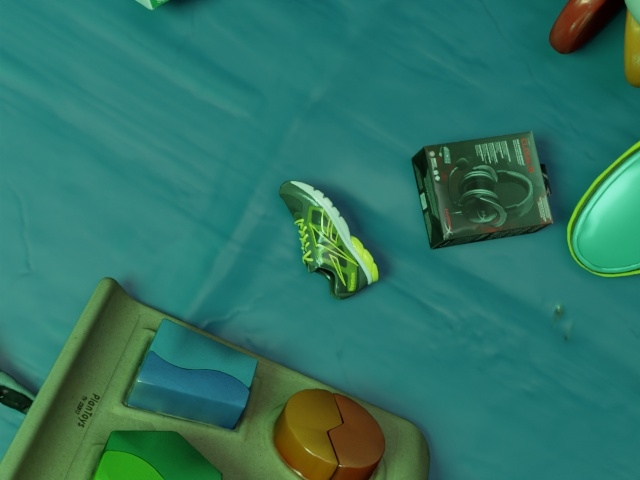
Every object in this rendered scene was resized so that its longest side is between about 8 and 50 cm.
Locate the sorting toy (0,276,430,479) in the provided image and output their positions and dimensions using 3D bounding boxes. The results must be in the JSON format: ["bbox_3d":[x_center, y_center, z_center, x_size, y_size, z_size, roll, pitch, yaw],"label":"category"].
[{"bbox_3d":[-0.045,0.144,0.595,0.229,0.041,0.307,28,29,-8],"label":"sorting toy"}]

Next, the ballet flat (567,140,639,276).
[{"bbox_3d":[0.256,-0.063,0.774,0.077,0.077,0.231,46,110,3],"label":"ballet flat"}]

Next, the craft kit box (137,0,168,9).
[{"bbox_3d":[-0.042,-0.298,0.699,0.250,0.061,0.247,-33,131,-17],"label":"craft kit box"}]

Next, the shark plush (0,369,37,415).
[{"bbox_3d":[-0.213,0.039,0.674,0.161,0.073,0.067,35,43,0],"label":"shark plush"}]

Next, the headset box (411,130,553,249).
[{"bbox_3d":[0.106,-0.033,0.772,0.083,0.032,0.062,-8,80,-13],"label":"headset box"}]

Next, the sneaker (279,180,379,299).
[{"bbox_3d":[0.000,0.000,0.741,0.035,0.031,0.083,-41,90,-17],"label":"sneaker"}]

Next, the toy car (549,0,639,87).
[{"bbox_3d":[0.195,-0.186,0.782,0.136,0.159,0.182,-24,86,21],"label":"toy car"}]
